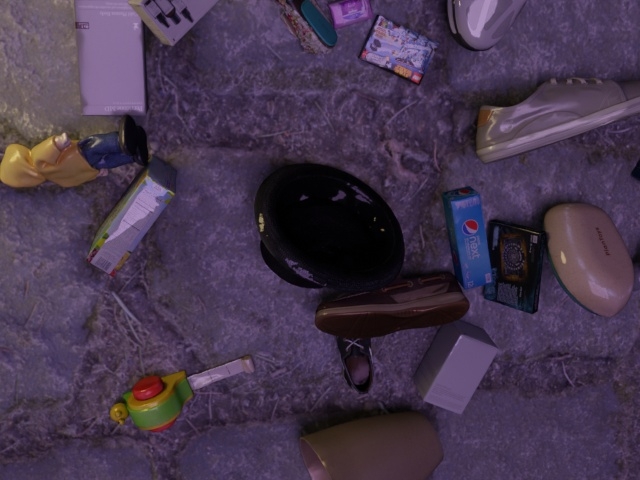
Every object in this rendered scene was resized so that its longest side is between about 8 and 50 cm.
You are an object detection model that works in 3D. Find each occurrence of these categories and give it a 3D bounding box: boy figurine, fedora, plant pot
[{"bbox_3d":[-0.476,-0.158,1.503,0.285,0.177,0.092,-10,73,13],"label":"boy figurine"},{"bbox_3d":[0.000,0.000,1.591,0.334,0.334,0.152,26,139,-15],"label":"fedora"},{"bbox_3d":[0.131,0.503,1.771,0.274,0.256,0.256,-24,111,-16],"label":"plant pot"}]

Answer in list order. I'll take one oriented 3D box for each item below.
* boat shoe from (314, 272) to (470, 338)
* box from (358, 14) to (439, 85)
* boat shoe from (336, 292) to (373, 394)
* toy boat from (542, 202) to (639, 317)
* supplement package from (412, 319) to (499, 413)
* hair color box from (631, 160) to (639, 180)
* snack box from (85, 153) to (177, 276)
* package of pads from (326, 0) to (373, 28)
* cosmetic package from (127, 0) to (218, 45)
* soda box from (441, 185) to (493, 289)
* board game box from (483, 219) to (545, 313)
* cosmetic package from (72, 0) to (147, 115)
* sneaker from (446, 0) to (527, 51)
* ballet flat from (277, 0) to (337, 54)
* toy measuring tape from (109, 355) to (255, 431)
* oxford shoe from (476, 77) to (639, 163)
[{"bbox_3d":[0.147,0.125,1.690,0.342,0.123,0.123,-7,148,-12],"label":"boat shoe"},{"bbox_3d":[0.156,-0.380,1.566,0.137,0.027,0.093,22,103,-14],"label":"box"},{"bbox_3d":[0.079,0.229,1.740,0.084,0.079,0.232,-9,107,-4],"label":"boat shoe"},{"bbox_3d":[0.622,0.054,1.699,0.319,0.267,0.148,6,148,-23],"label":"toy boat"},{"bbox_3d":[0.304,0.281,1.773,0.105,0.105,0.179,23,105,-14],"label":"supplement package"},{"bbox_3d":[0.841,-0.245,1.664,0.174,0.105,0.347,23,105,-15],"label":"hair color box"},{"bbox_3d":[-0.366,-0.053,1.530,0.070,0.174,0.207,34,102,-18],"label":"snack box"},{"bbox_3d":[0.057,-0.448,1.527,0.083,0.032,0.050,-17,112,-2],"label":"package of pads"},{"bbox_3d":[-0.224,-0.470,1.414,0.239,0.060,0.099,-49,128,-11],"label":"cosmetic package"},{"bbox_3d":[0.318,-0.005,1.694,0.067,0.071,0.210,-13,110,-4],"label":"soda box"},{"bbox_3d":[0.422,0.056,1.709,0.026,0.126,0.186,-18,117,-43],"label":"board game box"},{"bbox_3d":[-0.390,-0.354,1.462,0.127,0.107,0.237,-4,106,-10],"label":"cosmetic package"},{"bbox_3d":[0.386,-0.548,1.407,0.169,0.257,0.447,14,106,-23],"label":"sneaker"},{"bbox_3d":[-0.057,-0.451,1.482,0.077,0.091,0.241,-10,121,44],"label":"ballet flat"},{"bbox_3d":[-0.301,0.339,1.707,0.330,0.121,0.121,-18,110,-2],"label":"toy measuring tape"},{"bbox_3d":[0.523,-0.278,1.592,0.450,0.169,0.130,-17,88,-1],"label":"oxford shoe"}]
